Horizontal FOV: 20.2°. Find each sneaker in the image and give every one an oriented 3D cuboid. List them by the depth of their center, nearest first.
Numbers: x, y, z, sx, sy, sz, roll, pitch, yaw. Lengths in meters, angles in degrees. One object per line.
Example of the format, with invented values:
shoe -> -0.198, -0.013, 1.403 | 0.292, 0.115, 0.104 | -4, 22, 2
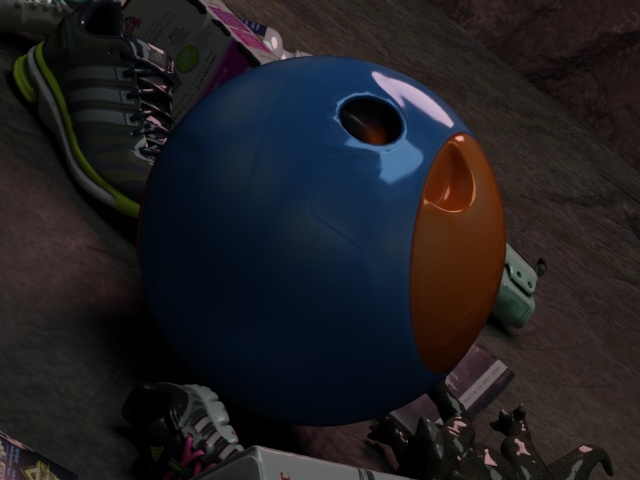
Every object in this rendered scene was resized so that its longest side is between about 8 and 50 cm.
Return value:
sneaker -> -0.088, 0.152, 1.221 | 0.075, 0.063, 0.170 | 18, 24, -37
sneaker -> -0.176, -0.116, 1.633 | 0.111, 0.121, 0.300 | 14, 29, -51
sneaker -> -0.267, -0.237, 1.783 | 0.094, 0.080, 0.212 | -7, -19, 42
sneaker -> 0.179, 0.042, 1.975 | 0.151, 0.094, 0.256 | 43, 21, -2

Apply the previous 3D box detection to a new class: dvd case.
dvd case -> 0.058, 0.091, 1.647 | 0.221, 0.018, 0.164 | 40, 37, 10

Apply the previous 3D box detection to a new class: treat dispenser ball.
treat dispenser ball -> 0.000, 0.000, 1.397 | 0.288, 0.288, 0.288 | 33, 18, -12

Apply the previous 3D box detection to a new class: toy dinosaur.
toy dinosaur -> 0.136, 0.203, 1.490 | 0.313, 0.121, 0.160 | 27, 31, -44

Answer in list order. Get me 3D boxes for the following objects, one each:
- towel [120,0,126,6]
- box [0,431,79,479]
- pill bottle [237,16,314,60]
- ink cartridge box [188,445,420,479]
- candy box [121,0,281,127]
towel -> -0.329, -0.315, 1.975 | 0.282, 0.049, 0.187 | 39, 17, 8
box -> -0.219, 0.157, 0.961 | 0.175, 0.051, 0.220 | 32, 18, -17
pill bottle -> -0.099, -0.181, 1.894 | 0.187, 0.112, 0.112 | 17, 20, -5
ink cartridge box -> 0.009, 0.217, 1.122 | 0.191, 0.082, 0.139 | 18, 52, -44
candy box -> -0.119, -0.139, 1.744 | 0.233, 0.159, 0.071 | 47, 18, 28
